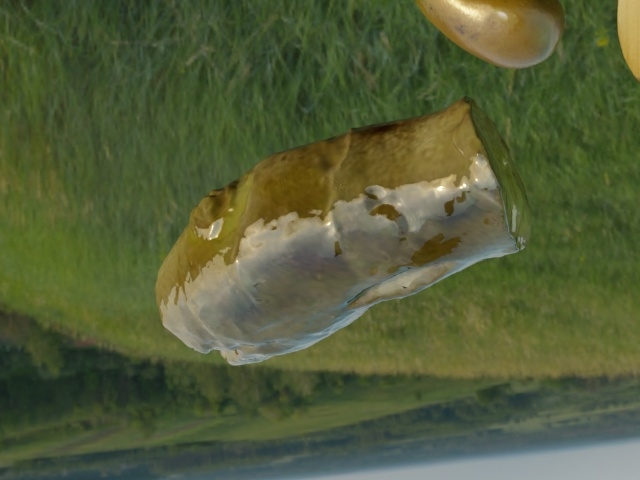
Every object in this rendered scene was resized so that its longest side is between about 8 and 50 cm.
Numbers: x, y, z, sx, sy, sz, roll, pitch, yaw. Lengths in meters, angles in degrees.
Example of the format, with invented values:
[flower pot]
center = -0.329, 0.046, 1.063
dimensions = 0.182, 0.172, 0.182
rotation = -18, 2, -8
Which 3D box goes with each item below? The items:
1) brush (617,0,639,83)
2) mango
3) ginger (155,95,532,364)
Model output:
[brush]
center = 0.314, -0.204, 0.548
dimensions = 0.166, 0.266, 0.174
rotation = 6, 173, -17
[mango]
center = 0.224, -0.313, 1.127
dimensions = 0.221, 0.120, 0.152
rotation = 33, -173, 25
[ginger]
center = 0.000, 0.000, 0.499
dimensions = 0.263, 0.116, 0.109
rotation = -24, 175, 33
